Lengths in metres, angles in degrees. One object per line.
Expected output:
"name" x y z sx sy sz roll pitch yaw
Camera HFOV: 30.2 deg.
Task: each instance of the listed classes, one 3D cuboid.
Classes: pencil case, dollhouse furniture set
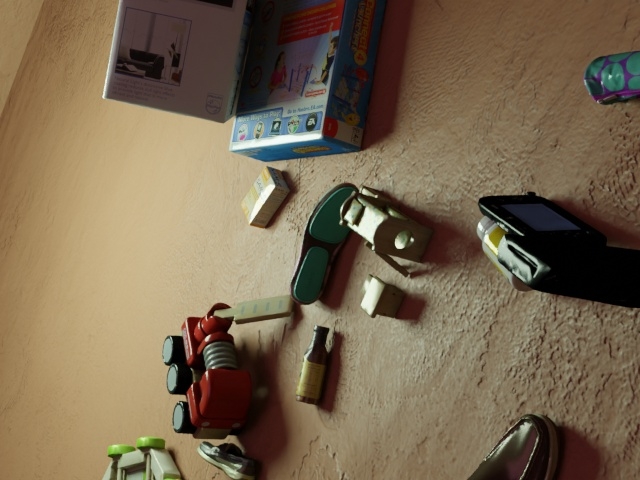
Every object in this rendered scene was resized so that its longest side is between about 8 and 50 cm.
"pencil case" 0.405 -0.204 1.481 0.151 0.064 0.070 0 62 55
"dollhouse furniture set" 0.061 0.010 1.857 0.182 0.101 0.161 39 109 54

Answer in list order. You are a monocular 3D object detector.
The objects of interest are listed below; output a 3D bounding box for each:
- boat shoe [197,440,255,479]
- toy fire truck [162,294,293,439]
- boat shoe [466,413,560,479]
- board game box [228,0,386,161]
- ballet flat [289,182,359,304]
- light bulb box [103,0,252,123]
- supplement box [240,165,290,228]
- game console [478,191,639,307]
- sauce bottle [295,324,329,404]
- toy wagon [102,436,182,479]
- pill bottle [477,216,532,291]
"boat shoe" -0.159 0.379 2.079 0.152 0.056 0.049 21 90 46
"toy fire truck" -0.155 0.203 2.078 0.246 0.158 0.217 -56 37 42
"boat shoe" 0.215 0.335 1.517 0.095 0.095 0.258 41 111 53
"board game box" -0.026 -0.303 2.115 0.308 0.086 0.302 0 77 55
"ballet flat" 0.000 0.000 1.985 0.079 0.076 0.222 -128 58 -72
"light bulb box" -0.239 -0.420 2.186 0.358 0.225 0.361 -97 19 -81
"supplement box" -0.102 -0.079 2.183 0.098 0.036 0.062 -55 40 27
"game console" 0.291 0.002 1.452 0.361 0.213 0.044 -133 52 -65
"sauce bottle" -0.010 0.203 1.940 0.042 0.042 0.128 2 77 55
"toy wagon" -0.335 0.513 2.263 0.344 0.068 0.267 -23 59 48
"pill bottle" 0.259 0.011 1.606 0.065 0.065 0.116 -60 38 22
